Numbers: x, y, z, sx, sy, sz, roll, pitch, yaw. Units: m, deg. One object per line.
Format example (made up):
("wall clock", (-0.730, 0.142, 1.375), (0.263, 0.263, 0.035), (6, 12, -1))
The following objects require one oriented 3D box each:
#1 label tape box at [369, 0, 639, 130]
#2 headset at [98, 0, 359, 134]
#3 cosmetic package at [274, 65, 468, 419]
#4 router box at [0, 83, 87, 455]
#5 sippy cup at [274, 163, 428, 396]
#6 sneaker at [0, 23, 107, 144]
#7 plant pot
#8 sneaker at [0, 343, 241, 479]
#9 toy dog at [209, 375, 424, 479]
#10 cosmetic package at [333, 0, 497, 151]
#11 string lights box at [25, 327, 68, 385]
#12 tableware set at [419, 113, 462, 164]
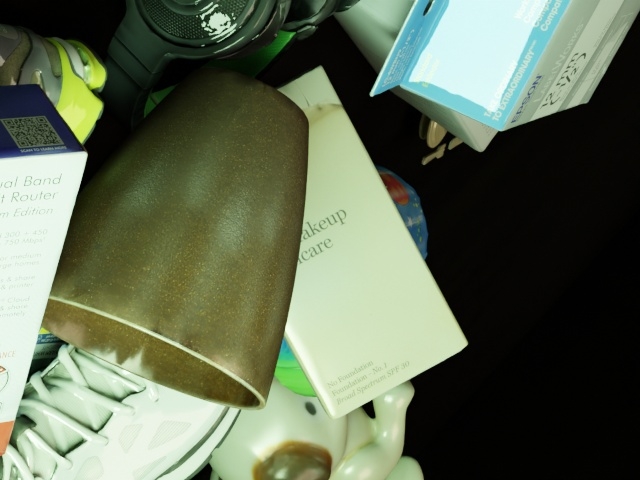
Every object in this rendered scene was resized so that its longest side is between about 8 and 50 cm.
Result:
("label tape box", (0.218, -0.242, 1.341), (0.348, 0.115, 0.249), (-25, 146, -57))
("headset", (-0.037, -0.216, 1.165), (0.243, 0.185, 0.394), (-31, 162, -49))
("cosmetic package", (0.000, 0.000, 1.341), (0.160, 0.309, 0.113), (-30, -172, -4))
("router box", (-0.349, 0.049, 0.887), (0.335, 0.082, 0.301), (-9, 136, -36))
("sippy cup", (0.005, 0.006, 1.557), (0.224, 0.240, 0.305), (-19, 140, -56))
("sneaker", (-0.293, -0.044, 1.023), (0.300, 0.111, 0.121), (-56, 143, 6))
("plant pot", (-0.101, -0.013, 1.084), (0.215, 0.215, 0.230), (70, 40, -68))
("sneaker", (-0.223, 0.174, 1.183), (0.447, 0.169, 0.257), (-51, 165, 1))
("toy dog", (-0.059, 0.283, 1.933), (0.395, 0.284, 0.408), (-31, 156, -9))
("cosmetic package", (0.152, -0.283, 1.529), (0.230, 0.161, 0.453), (-53, 161, 0))
("string lights box", (-0.315, 0.115, 1.250), (0.259, 0.077, 0.133), (-57, 162, 10))
("tableware set", (0.181, -0.190, 1.957), (0.194, 0.039, 0.128), (-31, 140, -60))
